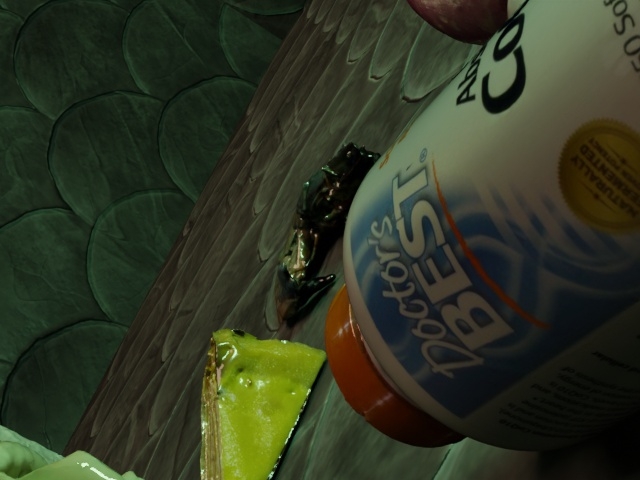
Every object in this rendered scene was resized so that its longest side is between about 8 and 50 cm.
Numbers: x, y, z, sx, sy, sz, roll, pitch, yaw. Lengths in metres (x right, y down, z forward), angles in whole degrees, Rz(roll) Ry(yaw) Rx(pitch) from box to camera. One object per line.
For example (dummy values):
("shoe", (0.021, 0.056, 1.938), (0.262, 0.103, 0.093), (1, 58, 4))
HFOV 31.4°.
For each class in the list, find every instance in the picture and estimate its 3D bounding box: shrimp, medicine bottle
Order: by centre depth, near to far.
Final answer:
("medicine bottle", (0.109, -0.012, 0.461), (0.289, 0.157, 0.157), (-46, 16, 47))
("shrimp", (-0.008, -0.003, 1.198), (0.289, 0.075, 0.178), (-30, 38, 66))

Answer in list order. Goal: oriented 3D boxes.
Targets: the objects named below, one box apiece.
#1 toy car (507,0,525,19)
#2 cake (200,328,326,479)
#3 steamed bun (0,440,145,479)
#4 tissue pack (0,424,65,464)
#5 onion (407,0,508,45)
("toy car", (0.161, -0.128, 0.661), (0.112, 0.112, 0.139), (-55, 12, 22))
("cake", (-0.050, 0.172, 0.993), (0.080, 0.116, 0.185), (129, 135, -55))
("steamed bun", (-0.184, 0.262, 0.748), (0.203, 0.289, 0.276), (-13, -74, -56))
("tissue pack", (-0.323, 0.403, 1.013), (0.417, 0.253, 0.264), (-61, 12, -5))
("onion", (0.157, -0.245, 0.852), (0.207, 0.201, 0.200), (-28, 4, -14))
